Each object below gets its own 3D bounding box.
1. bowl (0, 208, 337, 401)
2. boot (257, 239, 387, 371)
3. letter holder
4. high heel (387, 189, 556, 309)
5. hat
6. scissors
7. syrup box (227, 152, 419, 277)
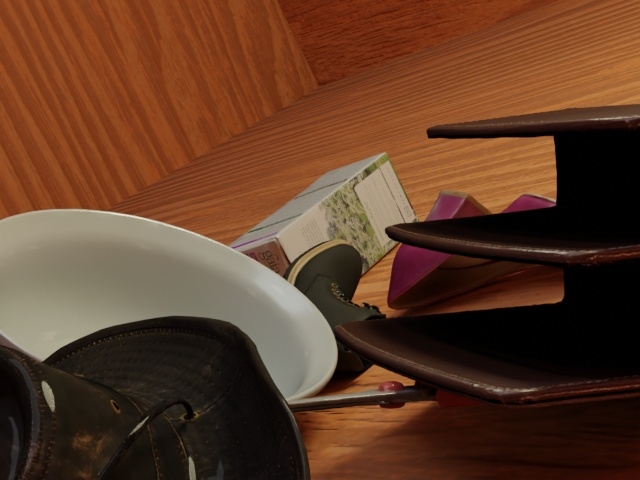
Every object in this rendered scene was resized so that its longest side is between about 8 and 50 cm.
[{"bbox_3d":[-0.147,0.100,1.097,0.298,0.298,0.134,-52,-16,-67],"label":"bowl"},{"bbox_3d":[0.024,0.063,1.237,0.137,0.077,0.198,-12,31,39],"label":"boot"},{"bbox_3d":[0.131,-0.002,0.862,0.215,0.152,0.302,-6,5,-16],"label":"letter holder"},{"bbox_3d":[0.146,0.022,1.172,0.244,0.082,0.117,14,72,53],"label":"high heel"},{"bbox_3d":[-0.169,0.128,0.694,0.331,0.134,0.331,-29,34,22],"label":"hat"},{"bbox_3d":[0.062,0.087,0.810,0.297,0.021,0.109,-3,3,-32],"label":"scissors"},{"bbox_3d":[0.000,0.000,1.496,0.096,0.093,0.237,-17,14,40],"label":"syrup box"}]
